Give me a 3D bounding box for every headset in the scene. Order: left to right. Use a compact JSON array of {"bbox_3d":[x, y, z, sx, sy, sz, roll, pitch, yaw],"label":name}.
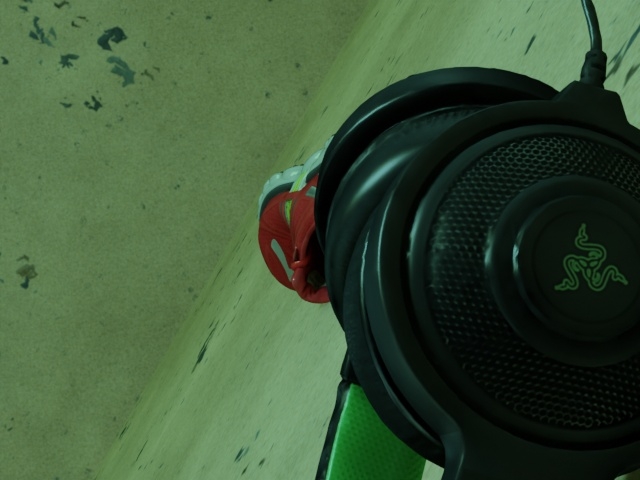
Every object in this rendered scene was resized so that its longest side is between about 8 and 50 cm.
[{"bbox_3d":[0.095,0.013,0.641,0.243,0.185,0.394,-119,45,-78],"label":"headset"}]

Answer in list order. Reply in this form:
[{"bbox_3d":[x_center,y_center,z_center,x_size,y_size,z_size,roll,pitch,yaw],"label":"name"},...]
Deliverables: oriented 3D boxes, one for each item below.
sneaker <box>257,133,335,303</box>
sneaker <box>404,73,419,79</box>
[{"bbox_3d":[0.000,0.000,1.386,0.279,0.107,0.118,130,160,-66],"label":"sneaker"},{"bbox_3d":[0.066,-0.079,1.483,0.161,0.057,0.075,-58,-10,21],"label":"sneaker"}]
